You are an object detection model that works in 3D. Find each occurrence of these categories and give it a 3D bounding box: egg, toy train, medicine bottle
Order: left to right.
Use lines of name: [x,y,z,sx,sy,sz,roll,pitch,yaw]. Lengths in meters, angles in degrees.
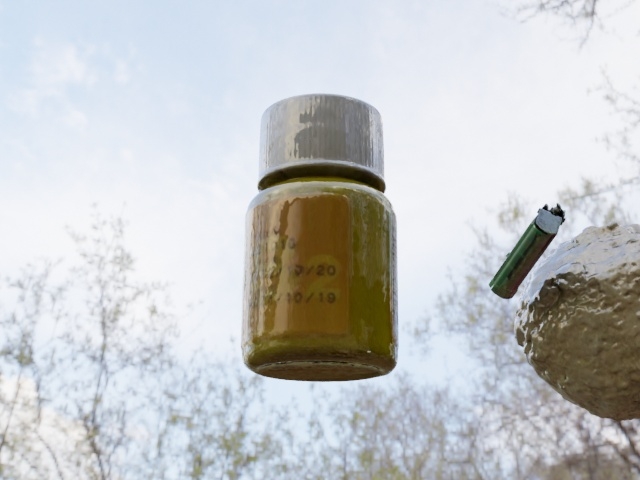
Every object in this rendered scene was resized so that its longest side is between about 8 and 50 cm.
medicine bottle: [0.000,0.000,1.330,0.224,0.385,0.224,1,-16,0]
toy train: [0.263,0.010,1.159,0.038,0.071,0.148,33,-42,9]
egg: [0.411,0.112,1.243,0.310,0.279,0.279,-6,-39,36]
